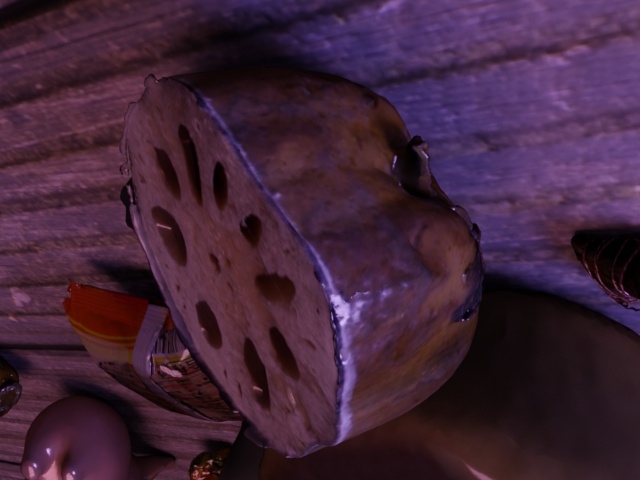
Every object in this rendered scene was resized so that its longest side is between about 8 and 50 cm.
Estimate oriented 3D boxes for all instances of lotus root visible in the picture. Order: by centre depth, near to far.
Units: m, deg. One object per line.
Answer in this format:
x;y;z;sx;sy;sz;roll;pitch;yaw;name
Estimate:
0.000;0.000;0.523;0.272;0.192;0.272;48;149;40;lotus root
-0.576;0.233;1.253;0.209;0.120;0.120;6;142;20;lotus root

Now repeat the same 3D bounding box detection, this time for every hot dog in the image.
-0.155;0.427;1.309;0.115;0.072;0.269;16;144;11;hot dog

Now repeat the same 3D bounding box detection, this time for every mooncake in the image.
0.155;0.239;0.693;0.394;0.246;0.393;0;122;36;mooncake

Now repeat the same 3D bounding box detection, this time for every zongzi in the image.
0.224;0.024;0.545;0.083;0.073;0.067;-23;106;46;zongzi

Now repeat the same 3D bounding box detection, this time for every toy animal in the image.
-0.400;0.395;1.291;0.237;0.269;0.326;17;113;8;toy animal

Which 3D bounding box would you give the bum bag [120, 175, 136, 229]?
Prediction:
-0.055;0.000;0.683;0.248;0.060;0.123;32;146;-16;bum bag

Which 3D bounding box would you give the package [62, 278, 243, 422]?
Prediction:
-0.161;0.146;0.903;0.223;0.108;0.288;1;143;31;package

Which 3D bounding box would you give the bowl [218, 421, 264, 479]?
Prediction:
-0.010;0.412;1.034;0.354;0.185;0.354;29;151;18;bowl
